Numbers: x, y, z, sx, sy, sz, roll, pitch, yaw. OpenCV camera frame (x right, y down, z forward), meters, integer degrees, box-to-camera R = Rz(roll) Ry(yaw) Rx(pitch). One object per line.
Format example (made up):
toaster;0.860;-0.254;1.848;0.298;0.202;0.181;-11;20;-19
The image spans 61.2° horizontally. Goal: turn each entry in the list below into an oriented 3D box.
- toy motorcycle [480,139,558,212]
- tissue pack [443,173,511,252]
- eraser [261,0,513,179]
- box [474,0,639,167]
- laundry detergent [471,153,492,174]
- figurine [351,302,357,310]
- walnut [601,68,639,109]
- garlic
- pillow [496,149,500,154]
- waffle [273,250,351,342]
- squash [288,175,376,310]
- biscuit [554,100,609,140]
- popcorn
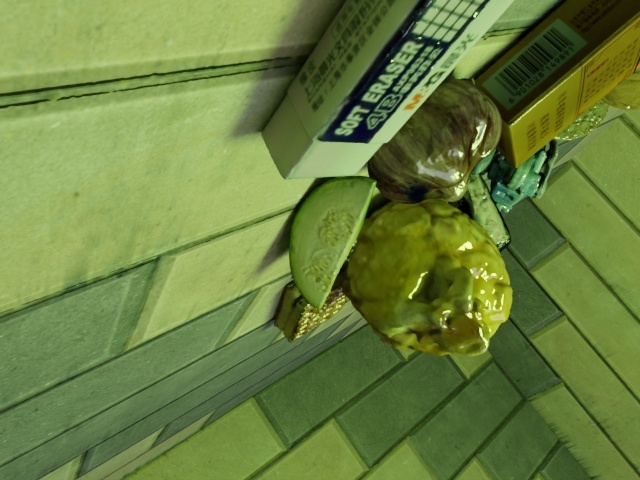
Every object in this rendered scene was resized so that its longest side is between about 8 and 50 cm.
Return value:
toy motorcycle;0.579;-0.200;1.543;0.241;0.182;0.319;-35;164;-9
tissue pack;0.401;-0.036;1.526;0.123;0.245;0.332;-15;160;-11
eraser;0.061;-0.181;0.575;0.130;0.086;0.287;-7;151;-41
box;0.483;-0.339;0.990;0.415;0.116;0.264;-42;157;11
laundry detergent;0.382;-0.227;1.249;0.096;0.061;0.206;-42;165;-8
figurine;0.199;0.068;1.554;0.324;0.124;0.222;-52;-167;7
walnut;0.758;-0.411;1.291;0.213;0.213;0.213;-34;165;-11
garlic;0.193;-0.143;0.891;0.245;0.160;0.245;-25;160;-10
pillow;0.506;-0.303;1.304;0.141;0.055;0.208;-38;167;-52
waffle;-0.011;0.160;1.479;0.213;0.091;0.308;-30;162;-24
squash;0.000;0.000;0.963;0.203;0.111;0.289;-62;174;-11
biscuit;0.668;-0.342;1.404;0.290;0.141;0.038;-37;179;-10
popcorn;0.250;0.084;1.268;0.354;0.390;0.344;-8;166;-44
